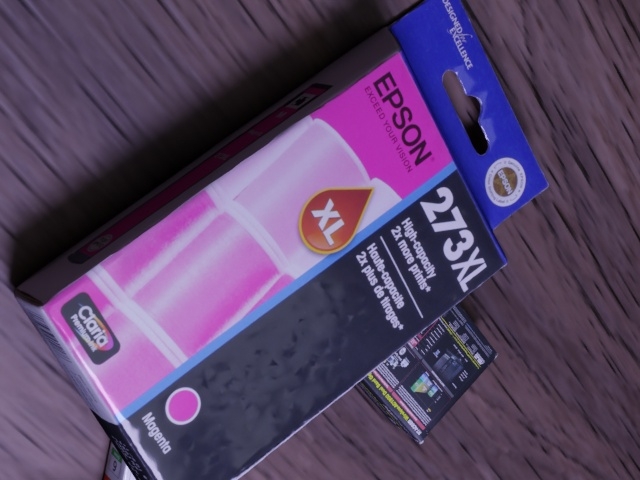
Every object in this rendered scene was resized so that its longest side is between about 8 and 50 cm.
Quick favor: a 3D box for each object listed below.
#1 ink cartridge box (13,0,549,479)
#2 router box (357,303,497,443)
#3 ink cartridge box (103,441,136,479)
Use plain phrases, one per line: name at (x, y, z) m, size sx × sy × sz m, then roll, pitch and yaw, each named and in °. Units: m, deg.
ink cartridge box at (0.000, 0.000, 0.969) m, size 0.371 × 0.069 × 0.176 m, roll -38°, pitch 114°, yaw -20°
router box at (0.066, 0.079, 1.090) m, size 0.092 × 0.038 × 0.122 m, roll -47°, pitch 129°, yaw -10°
ink cartridge box at (-0.112, 0.157, 1.001) m, size 0.062 × 0.029 × 0.115 m, roll 2°, pitch 108°, yaw -36°
